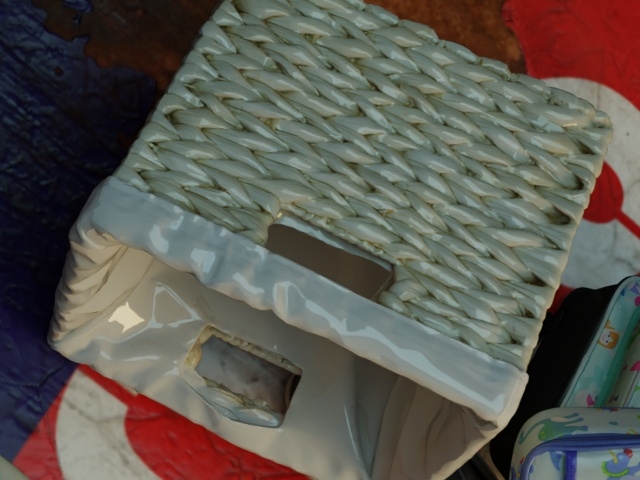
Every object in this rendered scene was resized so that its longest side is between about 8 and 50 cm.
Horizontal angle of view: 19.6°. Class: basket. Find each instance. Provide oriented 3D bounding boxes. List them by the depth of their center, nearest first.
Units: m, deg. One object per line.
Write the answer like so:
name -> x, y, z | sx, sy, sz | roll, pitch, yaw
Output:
basket -> 0.000, 0.000, 1.407 | 0.328, 0.331, 0.266 | 26, 69, -3

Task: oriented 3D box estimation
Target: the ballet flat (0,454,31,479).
ballet flat -> -0.301, 0.234, 1.328 | 0.482, 0.164, 0.182 | 3, 62, -40

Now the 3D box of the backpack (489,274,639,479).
backpack -> 0.309, 0.174, 1.648 | 0.253, 0.191, 0.225 | 39, 67, -21

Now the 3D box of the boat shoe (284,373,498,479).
boat shoe -> 0.111, 0.219, 1.586 | 0.335, 0.095, 0.112 | 47, 65, -12

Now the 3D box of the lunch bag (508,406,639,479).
lunch bag -> 0.233, 0.246, 1.495 | 0.176, 0.090, 0.219 | 2, 107, -1
